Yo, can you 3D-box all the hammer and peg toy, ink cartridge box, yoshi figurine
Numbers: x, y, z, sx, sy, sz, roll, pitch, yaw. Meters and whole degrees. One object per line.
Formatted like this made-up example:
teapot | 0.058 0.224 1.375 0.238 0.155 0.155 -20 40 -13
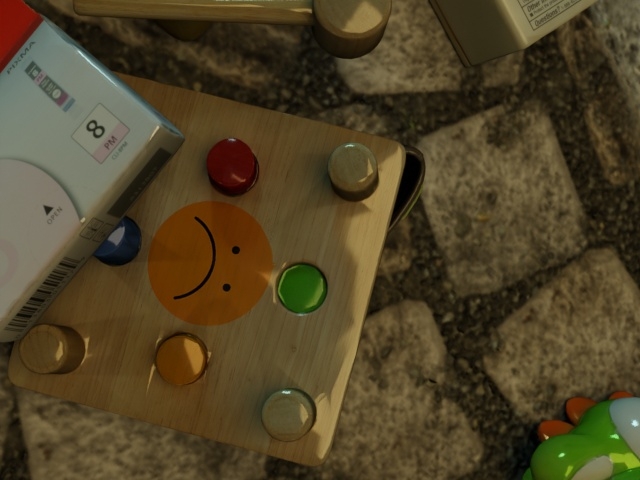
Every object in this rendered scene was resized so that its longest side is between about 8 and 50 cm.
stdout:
hammer and peg toy | -0.077 -0.035 0.839 0.265 0.127 0.362 13 84 5
ink cartridge box | -0.239 -0.072 0.769 0.232 0.066 0.189 40 93 11
yoshi figurine | 0.368 0.222 1.004 0.362 0.203 0.204 -10 100 -17

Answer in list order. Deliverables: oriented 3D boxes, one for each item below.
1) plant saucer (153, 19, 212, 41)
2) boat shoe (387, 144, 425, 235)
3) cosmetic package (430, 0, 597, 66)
plant saucer | -0.104 -0.352 0.787 0.332 0.081 0.333 -43 116 13
boat shoe | 0.000 0.000 0.930 0.081 0.068 0.228 46 75 -15
cosmetic package | 0.137 -0.329 0.960 0.160 0.113 0.310 -33 100 -18
